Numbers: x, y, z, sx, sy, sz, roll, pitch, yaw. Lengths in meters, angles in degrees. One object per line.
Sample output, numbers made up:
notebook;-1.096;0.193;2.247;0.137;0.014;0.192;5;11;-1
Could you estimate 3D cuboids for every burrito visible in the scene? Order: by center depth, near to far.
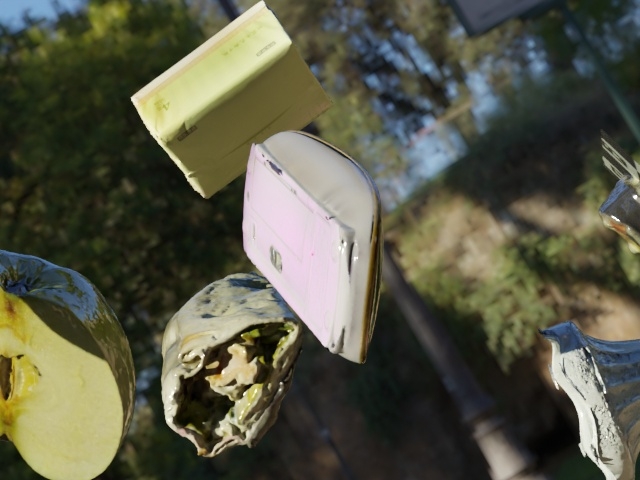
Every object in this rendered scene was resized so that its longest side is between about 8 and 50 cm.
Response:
burrito;-0.124;0.131;1.885;0.332;0.135;0.190;-134;64;-77

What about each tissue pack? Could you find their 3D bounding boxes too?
tissue pack;-0.121;-0.192;2.154;0.234;0.125;0.159;-36;-41;0

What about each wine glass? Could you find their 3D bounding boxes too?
wine glass;0.320;0.125;1.434;0.196;0.165;0.165;-21;-7;5

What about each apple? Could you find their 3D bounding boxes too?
apple;-0.448;0.184;2.337;0.320;0.312;0.360;-8;-52;-26

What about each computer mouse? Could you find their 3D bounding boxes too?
computer mouse;0.000;0.000;1.421;0.072;0.158;0.310;-1;19;-20

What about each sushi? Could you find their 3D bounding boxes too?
sushi;0.237;0.033;0.979;0.050;0.215;0.192;-45;-11;5
